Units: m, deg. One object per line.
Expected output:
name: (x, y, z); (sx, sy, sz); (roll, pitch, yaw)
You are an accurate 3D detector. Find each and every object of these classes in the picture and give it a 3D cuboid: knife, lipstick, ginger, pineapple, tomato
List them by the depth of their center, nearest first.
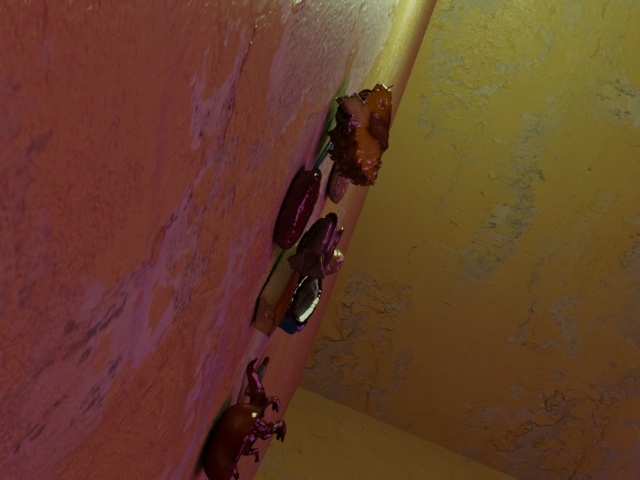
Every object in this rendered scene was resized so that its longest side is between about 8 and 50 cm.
pineapple: (0.053, -0.248, 1.488); (0.164, 0.139, 0.250); (18, 75, -44)
tomato: (-0.216, 0.479, 1.601); (0.225, 0.084, 0.225); (22, 90, -88)
knife: (0.029, -0.236, 1.621); (0.313, 0.019, 0.045); (-59, 172, -46)
lipstick: (-0.173, 0.381, 1.901); (0.030, 0.030, 0.129); (103, 10, -54)
ginger: (0.003, 0.071, 2.027); (0.193, 0.122, 0.115); (118, -17, -75)

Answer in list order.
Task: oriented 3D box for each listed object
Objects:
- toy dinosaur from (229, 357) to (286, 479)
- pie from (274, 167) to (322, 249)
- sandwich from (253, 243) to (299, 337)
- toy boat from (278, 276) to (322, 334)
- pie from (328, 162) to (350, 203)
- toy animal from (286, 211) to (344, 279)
toy dinosaur: (-0.174, 0.482, 1.843); (0.208, 0.097, 0.433); (-2, 113, -47)
pie: (-0.042, -0.066, 1.392); (0.182, 0.049, 0.183); (23, 90, -83)
sandwich: (-0.094, 0.113, 1.517); (0.162, 0.058, 0.193); (-49, 159, -72)
toy boat: (-0.061, 0.175, 1.894); (0.097, 0.100, 0.223); (-38, -165, 40)
pie: (0.071, -0.206, 1.917); (0.185, 0.052, 0.218); (-56, 168, -72)
toy animal: (0.000, 0.000, 1.467); (0.188, 0.089, 0.179); (-60, -178, 28)
